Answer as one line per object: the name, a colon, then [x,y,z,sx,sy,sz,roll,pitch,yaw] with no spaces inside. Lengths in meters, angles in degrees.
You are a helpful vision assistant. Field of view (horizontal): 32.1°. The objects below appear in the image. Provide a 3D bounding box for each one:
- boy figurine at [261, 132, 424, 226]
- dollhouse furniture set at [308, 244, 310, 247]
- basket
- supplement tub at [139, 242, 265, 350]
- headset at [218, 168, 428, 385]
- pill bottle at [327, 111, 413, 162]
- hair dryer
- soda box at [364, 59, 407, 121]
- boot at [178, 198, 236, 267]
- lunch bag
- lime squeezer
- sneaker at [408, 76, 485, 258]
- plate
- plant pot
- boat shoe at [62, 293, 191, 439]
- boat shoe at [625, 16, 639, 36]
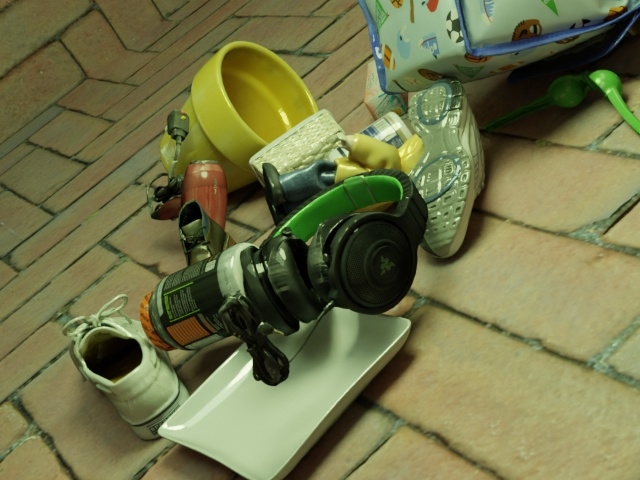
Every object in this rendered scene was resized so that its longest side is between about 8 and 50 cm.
boy figurine: [0.057,-0.102,1.688,0.285,0.177,0.092,-16,49,-6]
dollhouse furniture set: [0.000,0.000,1.669,0.114,0.081,0.091,-19,29,29]
basket: [-0.018,-0.125,1.883,0.167,0.113,0.103,-34,29,-2]
supplement tub: [-0.158,0.086,1.575,0.190,0.117,0.117,-23,27,30]
headset: [-0.011,0.023,1.416,0.243,0.185,0.394,-16,31,33]
pill bottle: [0.071,-0.125,1.793,0.169,0.094,0.094,-34,25,0]
hair dryer: [-0.224,-0.062,1.941,0.080,0.223,0.293,-1,47,-24]
soda box: [0.123,-0.285,2.061,0.063,0.058,0.183,-25,27,19]
boot: [-0.195,0.026,1.735,0.082,0.106,0.219,-26,26,16]
lunch bag: [0.302,-0.365,1.713,0.386,0.238,0.328,-15,4,-21]
lime squeezer: [0.377,-0.198,1.633,0.310,0.059,0.109,10,79,54]
sneaker: [0.194,-0.096,1.590,0.111,0.129,0.297,-14,49,31]
plate: [-0.043,0.190,1.424,0.278,0.045,0.277,-45,27,-23]
plant pot: [-0.166,-0.201,2.062,0.239,0.254,0.254,-34,21,35]
boat shoe: [-0.316,0.162,1.664,0.136,0.156,0.367,-37,26,-8]
boat shoe: [0.490,-0.363,1.783,0.049,0.056,0.152,-30,20,35]
